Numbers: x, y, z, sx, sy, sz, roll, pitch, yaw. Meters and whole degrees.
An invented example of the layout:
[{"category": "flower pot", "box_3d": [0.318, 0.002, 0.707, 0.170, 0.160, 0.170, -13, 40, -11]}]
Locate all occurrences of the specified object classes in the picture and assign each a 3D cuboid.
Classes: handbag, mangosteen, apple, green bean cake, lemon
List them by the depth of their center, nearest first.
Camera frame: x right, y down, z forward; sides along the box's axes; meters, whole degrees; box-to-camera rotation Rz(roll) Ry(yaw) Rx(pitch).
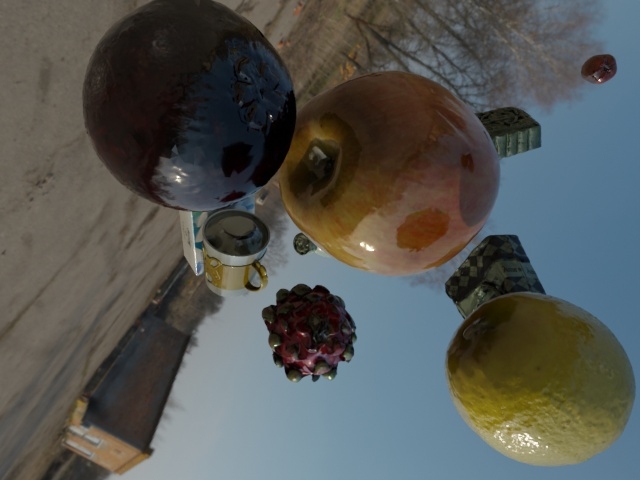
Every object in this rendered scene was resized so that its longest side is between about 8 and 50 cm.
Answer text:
[{"category": "mangosteen", "box_3d": [-0.186, -0.188, 0.647, 0.297, 0.293, 0.296, -31, 133, -41]}, {"category": "lemon", "box_3d": [0.293, 0.182, 0.652, 0.240, 0.219, 0.240, -43, -162, 18]}, {"category": "apple", "box_3d": [0.112, -0.123, 0.856, 0.347, 0.391, 0.391, -7, 154, -38]}, {"category": "green bean cake", "box_3d": [0.511, -0.309, 1.296, 0.185, 0.094, 0.183, -13, -147, 2]}, {"category": "handbag", "box_3d": [0.535, 0.232, 1.373, 0.316, 0.180, 0.415, 123, -36, -50]}]

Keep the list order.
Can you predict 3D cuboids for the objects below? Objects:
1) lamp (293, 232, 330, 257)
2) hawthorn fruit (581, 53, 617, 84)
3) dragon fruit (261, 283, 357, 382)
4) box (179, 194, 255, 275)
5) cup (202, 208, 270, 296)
[{"category": "lamp", "box_3d": [0.000, 0.000, 1.290, 0.106, 0.106, 0.193, -51, 157, 25]}, {"category": "hawthorn fruit", "box_3d": [0.758, -0.470, 1.245, 0.081, 0.081, 0.093, -54, -169, 11]}, {"category": "dragon fruit", "box_3d": [-0.024, 0.178, 0.985, 0.272, 0.219, 0.198, -110, -148, -53]}, {"category": "box", "box_3d": [-0.323, -0.044, 1.428, 0.203, 0.116, 0.274, -19, 139, -29]}, {"category": "cup", "box_3d": [-0.235, 0.060, 1.301, 0.186, 0.241, 0.226, -26, 150, -37]}]
